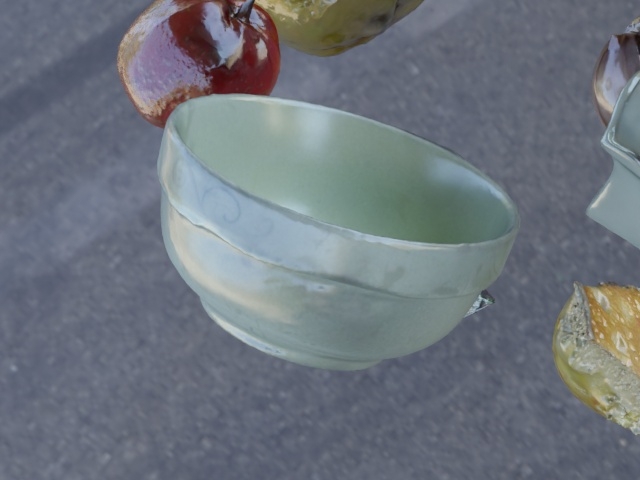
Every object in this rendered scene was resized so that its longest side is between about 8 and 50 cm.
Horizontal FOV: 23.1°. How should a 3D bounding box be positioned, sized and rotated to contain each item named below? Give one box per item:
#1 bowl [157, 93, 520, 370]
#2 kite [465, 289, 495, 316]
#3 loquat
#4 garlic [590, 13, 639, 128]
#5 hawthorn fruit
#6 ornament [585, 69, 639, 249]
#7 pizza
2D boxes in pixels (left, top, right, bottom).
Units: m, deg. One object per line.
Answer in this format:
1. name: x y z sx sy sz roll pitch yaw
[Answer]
1. bowl: 0.000 0.000 1.330 0.307 0.307 0.163 39 117 45
2. kite: 0.097 0.049 2.023 0.267 0.013 0.323 12 49 -7
3. loquat: -0.006 -0.349 1.854 0.276 0.276 0.284 -36 70 8
4. garlic: 0.391 -0.183 1.591 0.214 0.191 0.160 -59 19 -3
5. hawthorn fruit: -0.112 -0.195 1.587 0.194 0.157 0.157 -47 37 37
6. ornament: 0.279 -0.095 1.092 0.285 0.120 0.130 -49 2 43
7. pizza: 0.274 0.106 1.460 0.080 0.188 0.204 -39 28 27
